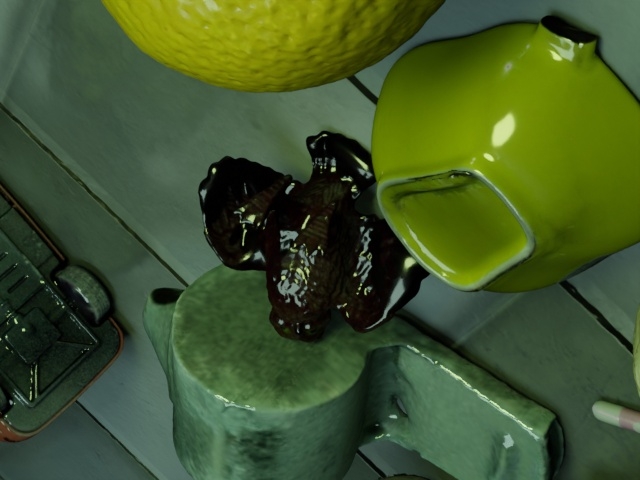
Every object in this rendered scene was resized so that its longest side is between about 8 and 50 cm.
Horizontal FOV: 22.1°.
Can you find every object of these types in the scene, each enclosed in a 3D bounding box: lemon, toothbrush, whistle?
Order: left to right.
[{"bbox_3d":[-0.030,-0.217,1.051,0.267,0.267,0.267,31,148,22],"label":"lemon"},{"bbox_3d":[0.025,0.139,1.549,0.405,0.188,0.168,5,138,0],"label":"whistle"},{"bbox_3d":[0.335,0.169,1.310,0.286,0.025,0.020,13,138,43],"label":"toothbrush"}]

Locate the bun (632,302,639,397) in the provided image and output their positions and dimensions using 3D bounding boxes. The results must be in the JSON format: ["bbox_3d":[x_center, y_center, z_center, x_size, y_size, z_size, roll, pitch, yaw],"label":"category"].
[{"bbox_3d":[0.313,0.118,1.169,0.231,0.133,0.231,30,145,24],"label":"bun"}]

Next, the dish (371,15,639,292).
[{"bbox_3d":[0.132,-0.040,1.213,0.221,0.108,0.262,50,150,-12],"label":"dish"}]

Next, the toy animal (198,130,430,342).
[{"bbox_3d":[-0.001,0.007,1.427,0.218,0.116,0.179,21,145,13],"label":"toy animal"}]

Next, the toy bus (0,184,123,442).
[{"bbox_3d":[-0.444,0.034,1.920,0.427,0.203,0.233,50,154,-9],"label":"toy bus"}]

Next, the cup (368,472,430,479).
[{"bbox_3d":[0.140,0.355,1.554,0.288,0.203,0.203,19,143,56],"label":"cup"}]
